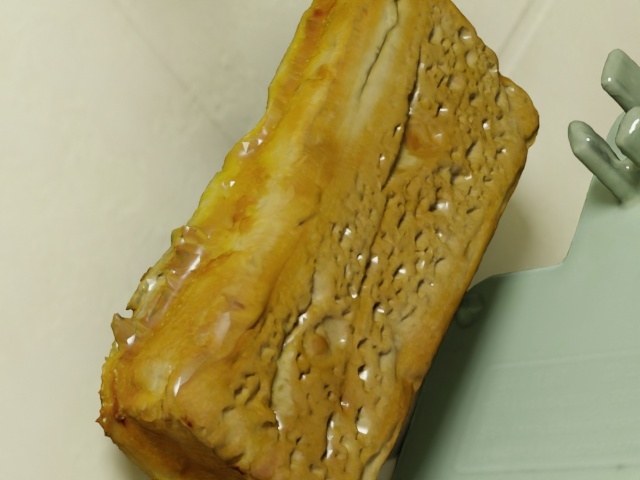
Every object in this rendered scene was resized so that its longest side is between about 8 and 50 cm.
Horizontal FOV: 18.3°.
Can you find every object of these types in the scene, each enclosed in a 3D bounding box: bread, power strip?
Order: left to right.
[{"bbox_3d":[0.001,0.000,0.873,0.139,0.077,0.271,44,54,-26],"label":"bread"},{"bbox_3d":[0.146,0.043,0.898,0.141,0.229,0.261,39,59,-31],"label":"power strip"}]
